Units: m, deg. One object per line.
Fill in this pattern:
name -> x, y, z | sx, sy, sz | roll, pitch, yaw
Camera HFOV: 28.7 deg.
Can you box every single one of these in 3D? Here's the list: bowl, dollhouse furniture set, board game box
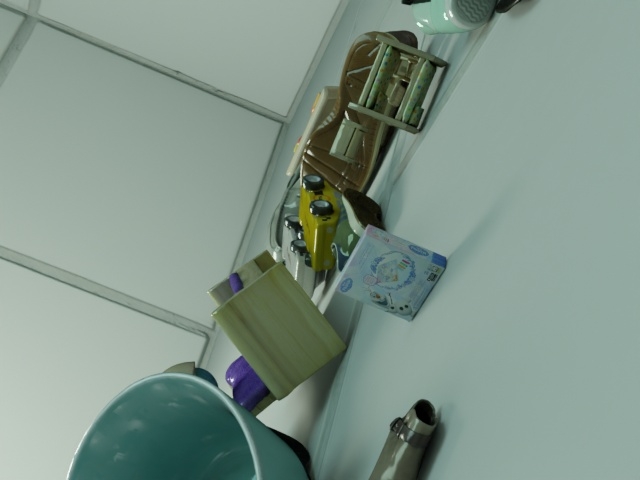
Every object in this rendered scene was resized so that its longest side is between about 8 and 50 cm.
bowl -> -0.125, 0.310, 1.368 | 0.311, 0.163, 0.312 | -14, 68, 38
dollhouse furniture set -> 0.114, -0.182, 1.808 | 0.182, 0.101, 0.161 | -68, -18, 5
board game box -> 0.072, 0.035, 1.302 | 0.020, 0.090, 0.090 | -75, 11, -48

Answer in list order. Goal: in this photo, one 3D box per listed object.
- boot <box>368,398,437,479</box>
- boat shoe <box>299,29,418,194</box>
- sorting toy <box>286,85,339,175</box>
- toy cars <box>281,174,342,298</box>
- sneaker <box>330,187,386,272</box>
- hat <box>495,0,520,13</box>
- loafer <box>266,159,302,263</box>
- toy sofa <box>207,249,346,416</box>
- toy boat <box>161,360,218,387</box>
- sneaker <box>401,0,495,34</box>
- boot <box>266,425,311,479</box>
boot -> 0.070, 0.187, 1.051 | 0.118, 0.042, 0.087 | -86, 22, -68
boat shoe -> 0.072, -0.191, 2.032 | 0.123, 0.123, 0.342 | -28, -36, -51
sorting toy -> 0.011, -0.223, 2.493 | 0.208, 0.038, 0.193 | -17, -45, -62
toy cars -> 0.000, 0.000, 1.995 | 0.394, 0.087, 0.177 | 121, 149, -72
sneaker -> 0.043, -0.010, 1.769 | 0.086, 0.064, 0.192 | -61, 11, 15
hat -> 0.219, -0.412, 1.398 | 0.331, 0.134, 0.331 | -159, 90, -83
loafer -> -0.026, -0.069, 2.316 | 0.319, 0.112, 0.111 | -75, 1, -50
toy sofa -> -0.094, 0.127, 1.790 | 0.177, 0.150, 0.362 | -36, 6, -3
toy boat -> -0.167, 0.322, 1.711 | 0.267, 0.148, 0.318 | -93, 7, -50
sneaker -> 0.186, -0.390, 1.632 | 0.151, 0.094, 0.256 | 2, 71, 66
boot -> -0.091, 0.353, 1.547 | 0.207, 0.094, 0.246 | -63, 13, 7
